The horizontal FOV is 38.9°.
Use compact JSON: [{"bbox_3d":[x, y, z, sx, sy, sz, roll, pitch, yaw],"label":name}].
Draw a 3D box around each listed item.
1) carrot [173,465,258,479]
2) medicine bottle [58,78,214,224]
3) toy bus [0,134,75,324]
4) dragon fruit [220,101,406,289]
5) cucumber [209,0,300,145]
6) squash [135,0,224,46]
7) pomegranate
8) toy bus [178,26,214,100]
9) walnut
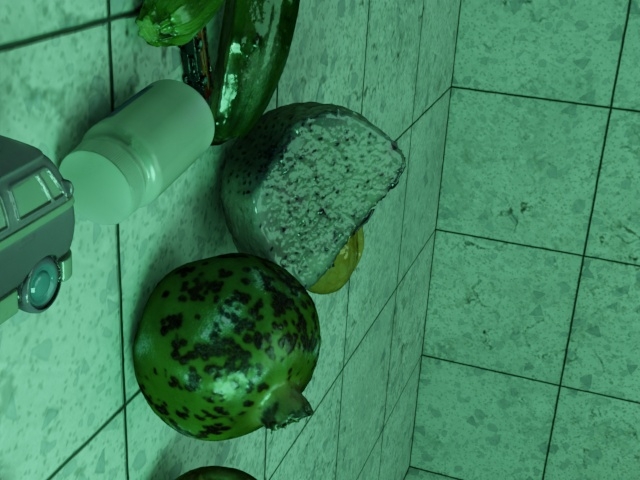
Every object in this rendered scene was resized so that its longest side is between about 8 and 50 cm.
[{"bbox_3d":[-0.155,0.496,1.328,0.224,0.224,0.340,-55,157,-53],"label":"carrot"},{"bbox_3d":[-0.200,-0.100,1.002,0.186,0.103,0.102,-56,151,-52],"label":"medicine bottle"},{"bbox_3d":[-0.292,-0.001,0.702,0.202,0.142,0.142,-48,145,-58],"label":"toy bus"},{"bbox_3d":[-0.047,-0.094,1.367,0.221,0.204,0.283,41,82,-39],"label":"dragon fruit"},{"bbox_3d":[-0.085,-0.278,1.223,0.145,0.105,0.325,-147,-111,-73],"label":"cucumber"},{"bbox_3d":[-0.153,-0.300,1.086,0.077,0.068,0.219,62,38,-33],"label":"squash"},{"bbox_3d":[-0.113,0.149,1.186,0.254,0.270,0.254,-29,149,-20],"label":"pomegranate"},{"bbox_3d":[-0.160,-0.237,1.170,0.043,0.031,0.110,-68,160,-52],"label":"toy bus"},{"bbox_3d":[0.000,0.000,1.625,0.159,0.159,0.206,-53,148,-55],"label":"walnut"}]
